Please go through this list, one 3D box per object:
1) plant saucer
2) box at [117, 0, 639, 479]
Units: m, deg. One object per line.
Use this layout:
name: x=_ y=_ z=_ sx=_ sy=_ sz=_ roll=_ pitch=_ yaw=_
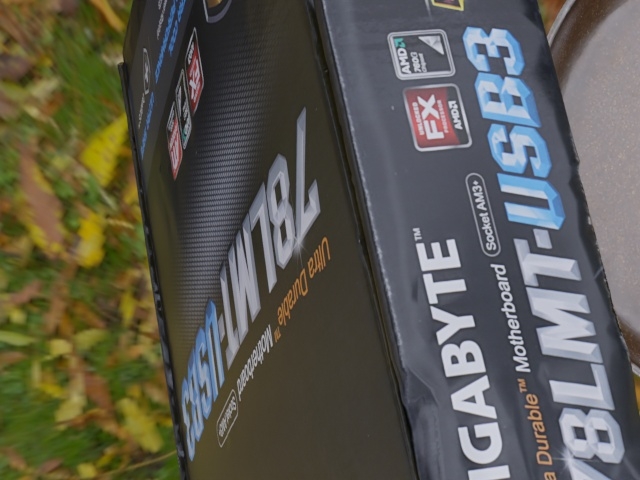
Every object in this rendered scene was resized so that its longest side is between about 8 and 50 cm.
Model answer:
plant saucer: x=0.260 y=-0.046 z=1.173 sx=0.311 sy=0.050 sz=0.310 roll=2 pitch=84 yaw=-16
box: x=0.000 y=0.000 z=0.640 sx=0.073 sy=0.295 sz=0.293 roll=-4 pitch=69 yaw=-14
